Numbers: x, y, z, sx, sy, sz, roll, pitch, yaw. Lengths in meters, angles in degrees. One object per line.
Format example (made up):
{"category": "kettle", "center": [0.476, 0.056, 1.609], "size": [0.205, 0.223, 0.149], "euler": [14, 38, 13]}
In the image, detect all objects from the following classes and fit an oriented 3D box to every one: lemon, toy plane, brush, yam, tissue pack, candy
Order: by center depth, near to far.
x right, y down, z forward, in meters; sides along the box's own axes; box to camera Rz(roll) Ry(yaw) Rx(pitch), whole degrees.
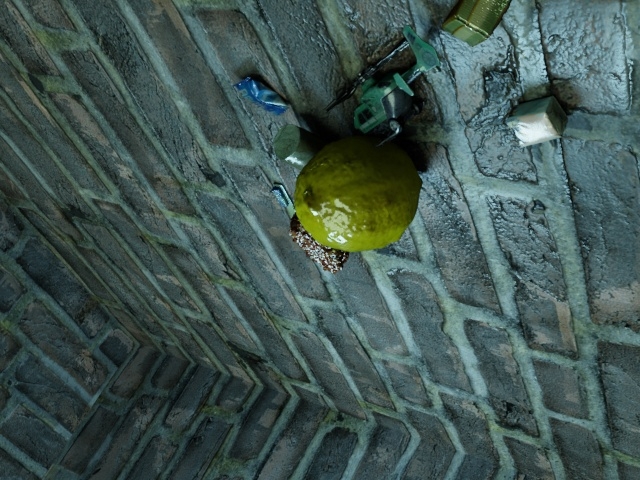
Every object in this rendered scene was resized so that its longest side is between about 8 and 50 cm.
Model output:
{"category": "tissue pack", "center": [0.419, -0.230, 1.573], "size": [0.094, 0.058, 0.074], "euler": [-9, 131, 50]}
{"category": "toy plane", "center": [0.143, -0.306, 1.687], "size": [0.155, 0.106, 0.382], "euler": [48, 155, -6]}
{"category": "lemon", "center": [0.090, -0.106, 1.863], "size": [0.322, 0.268, 0.268], "euler": [-5, 173, -35]}
{"category": "candy", "center": [-0.140, -0.343, 1.961], "size": [0.136, 0.038, 0.088], "euler": [34, 157, -25]}
{"category": "yam", "center": [0.009, -0.191, 1.995], "size": [0.259, 0.106, 0.106], "euler": [24, 160, -36]}
{"category": "brush", "center": [-0.091, -0.095, 2.326], "size": [0.033, 0.030, 0.178], "euler": [0, 140, 29]}

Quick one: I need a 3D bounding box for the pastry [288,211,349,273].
{"category": "pastry", "center": [0.001, 0.000, 2.314], "size": [0.208, 0.097, 0.115], "euler": [47, 155, -25]}

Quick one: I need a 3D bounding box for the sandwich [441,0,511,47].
{"category": "sandwich", "center": [0.284, -0.416, 1.451], "size": [0.079, 0.113, 0.163], "euler": [32, -173, -2]}
